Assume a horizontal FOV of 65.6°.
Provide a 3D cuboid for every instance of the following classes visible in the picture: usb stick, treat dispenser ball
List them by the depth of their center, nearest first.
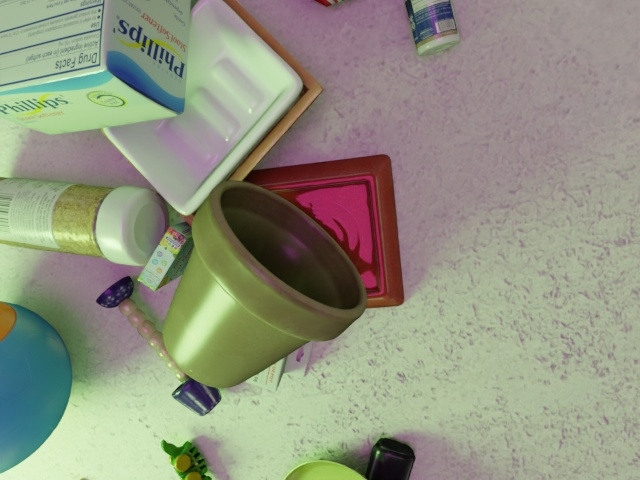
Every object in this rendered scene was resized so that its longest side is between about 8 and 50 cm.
[{"bbox_3d":[-0.565,0.241,0.811,0.287,0.288,0.289,1,99,7],"label":"treat dispenser ball"},{"bbox_3d":[0.099,0.487,0.890,0.077,0.045,0.278,14,100,1],"label":"usb stick"}]

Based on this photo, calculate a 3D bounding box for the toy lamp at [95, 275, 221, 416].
[{"bbox_3d":[-0.279,0.191,0.877,0.080,0.080,0.275,-40,90,11],"label":"toy lamp"}]

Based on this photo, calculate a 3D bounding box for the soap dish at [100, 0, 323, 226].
[{"bbox_3d":[-0.167,-0.198,0.771,0.229,0.118,0.291,45,101,6],"label":"soap dish"}]

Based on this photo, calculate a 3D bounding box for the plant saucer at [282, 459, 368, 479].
[{"bbox_3d":[0.031,0.498,0.873,0.240,0.037,0.241,2,95,28],"label":"plant saucer"}]

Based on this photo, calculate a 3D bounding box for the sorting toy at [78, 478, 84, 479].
[{"bbox_3d":[-0.396,0.625,0.970,0.347,0.047,0.196,44,101,-1],"label":"sorting toy"}]

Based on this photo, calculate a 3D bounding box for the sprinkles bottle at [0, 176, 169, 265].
[{"bbox_3d":[-0.429,-0.039,0.809,0.355,0.121,0.122,7,99,16],"label":"sprinkles bottle"}]

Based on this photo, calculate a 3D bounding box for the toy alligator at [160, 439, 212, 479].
[{"bbox_3d":[-0.228,0.438,0.922,0.051,0.056,0.190,-33,94,-30],"label":"toy alligator"}]

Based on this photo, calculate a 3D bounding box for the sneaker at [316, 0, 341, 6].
[{"bbox_3d":[-0.012,-0.462,0.740,0.128,0.087,0.221,-25,94,9],"label":"sneaker"}]

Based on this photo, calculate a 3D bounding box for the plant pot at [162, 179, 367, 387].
[{"bbox_3d":[-0.102,0.082,0.711,0.263,0.263,0.229,41,111,0],"label":"plant pot"}]

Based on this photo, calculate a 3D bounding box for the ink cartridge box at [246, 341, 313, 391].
[{"bbox_3d":[-0.109,0.187,0.855,0.180,0.060,0.104,15,109,5],"label":"ink cartridge box"}]

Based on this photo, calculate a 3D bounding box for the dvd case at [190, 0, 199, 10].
[{"bbox_3d":[-0.263,-0.434,0.801,0.180,0.022,0.253,39,99,0],"label":"dvd case"}]

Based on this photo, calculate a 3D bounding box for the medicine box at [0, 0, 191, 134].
[{"bbox_3d":[-0.329,-0.317,0.685,0.263,0.149,0.290,-1,83,23],"label":"medicine box"}]

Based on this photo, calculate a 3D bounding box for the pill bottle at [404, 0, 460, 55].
[{"bbox_3d":[0.164,-0.347,0.744,0.067,0.067,0.120,-15,96,9],"label":"pill bottle"}]

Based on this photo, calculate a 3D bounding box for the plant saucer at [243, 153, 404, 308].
[{"bbox_3d":[0.000,0.000,0.828,0.258,0.048,0.259,-6,98,9],"label":"plant saucer"}]

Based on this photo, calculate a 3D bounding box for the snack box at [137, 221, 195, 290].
[{"bbox_3d":[-0.229,0.017,0.810,0.037,0.141,0.100,33,101,0],"label":"snack box"}]
